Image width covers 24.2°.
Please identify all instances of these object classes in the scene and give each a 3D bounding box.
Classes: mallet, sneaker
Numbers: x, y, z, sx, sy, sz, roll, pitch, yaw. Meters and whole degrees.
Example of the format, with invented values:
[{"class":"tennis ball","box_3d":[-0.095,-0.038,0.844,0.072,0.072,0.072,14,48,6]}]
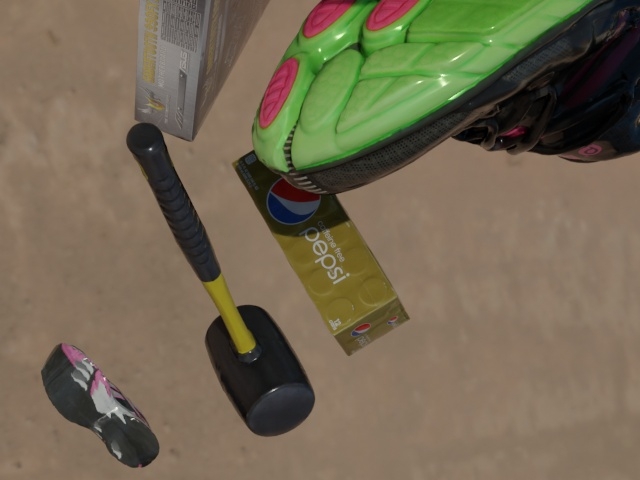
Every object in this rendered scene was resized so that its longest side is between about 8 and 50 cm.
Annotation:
[{"class":"mallet","box_3d":[-0.044,0.023,0.658,0.062,0.039,0.189,58,-7,34]},{"class":"sneaker","box_3d":[0.167,-0.130,1.092,0.483,0.185,0.202,-27,118,-30]},{"class":"sneaker","box_3d":[-0.267,0.198,1.798,0.178,0.072,0.077,52,-1,-8]}]

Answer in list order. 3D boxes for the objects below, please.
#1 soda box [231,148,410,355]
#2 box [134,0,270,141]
[{"class":"soda box","box_3d":[0.000,0.000,1.211,0.181,0.061,0.058,59,0,25]},{"class":"box","box_3d":[-0.083,-0.216,1.190,0.056,0.231,0.183,23,59,5]}]
